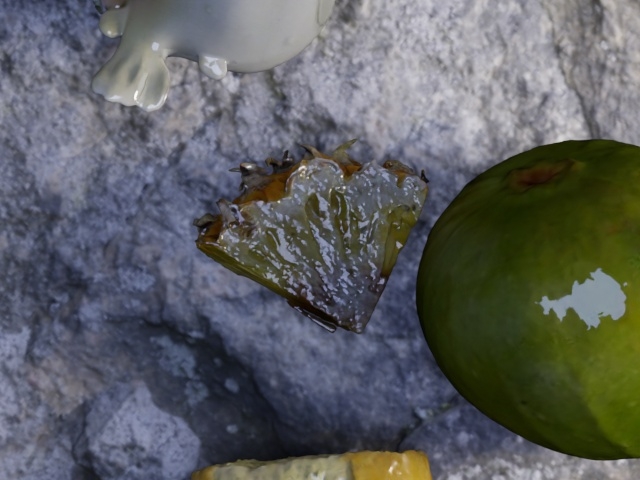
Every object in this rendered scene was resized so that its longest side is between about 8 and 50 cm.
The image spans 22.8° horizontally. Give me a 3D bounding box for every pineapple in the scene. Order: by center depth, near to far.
[{"bbox_3d":[0.000,0.000,1.517,0.236,0.114,0.186,-11,91,-4],"label":"pineapple"}]

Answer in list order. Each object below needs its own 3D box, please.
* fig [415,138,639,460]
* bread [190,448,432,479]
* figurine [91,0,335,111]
[{"bbox_3d":[0.248,0.070,1.443,0.316,0.316,0.316,0,91,-1],"label":"fig"},{"bbox_3d":[0.010,0.381,1.459,0.236,0.165,0.375,-8,73,6],"label":"bread"},{"bbox_3d":[-0.186,-0.249,1.463,0.394,0.227,0.275,13,63,8],"label":"figurine"}]
